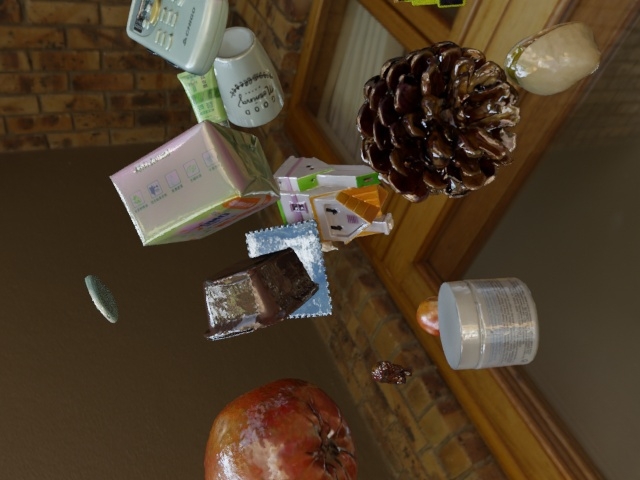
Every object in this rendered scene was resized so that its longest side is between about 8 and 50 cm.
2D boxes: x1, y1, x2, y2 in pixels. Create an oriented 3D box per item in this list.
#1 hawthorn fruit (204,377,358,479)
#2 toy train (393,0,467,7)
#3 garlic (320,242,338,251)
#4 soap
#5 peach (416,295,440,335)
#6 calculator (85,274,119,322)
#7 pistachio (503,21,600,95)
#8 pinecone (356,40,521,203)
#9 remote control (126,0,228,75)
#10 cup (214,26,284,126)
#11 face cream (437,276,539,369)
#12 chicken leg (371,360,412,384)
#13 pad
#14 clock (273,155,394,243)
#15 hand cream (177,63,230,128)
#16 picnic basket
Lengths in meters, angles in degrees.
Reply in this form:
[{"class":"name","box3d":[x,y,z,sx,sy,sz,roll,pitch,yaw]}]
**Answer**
[{"class":"hawthorn fruit","box3d":[-0.073,0.392,0.901,0.275,0.300,0.275,17,-129,-23]},{"class":"toy train","box3d":[0.236,-0.543,1.070,0.219,0.089,0.127,4,-130,16]},{"class":"garlic","box3d":[-0.005,-0.004,1.899,0.084,0.066,0.152,-32,-138,3]},{"class":"soap","box3d":[-0.197,-0.090,0.847,0.139,0.199,0.182,67,-164,4]},{"class":"peach","box3d":[0.276,0.171,1.167,0.100,0.101,0.101,10,-135,-10]},{"class":"calculator","box3d":[-0.481,0.124,1.126,0.021,0.095,0.153,-33,-138,-10]},{"class":"pistachio","box3d":[0.366,-0.287,0.813,0.149,0.113,0.113,-13,-128,-18]},{"class":"pinecone","box3d":[0.211,-0.208,0.937,0.242,0.296,0.298,-37,-80,-29]},{"class":"remote control","box3d":[-0.257,-0.385,0.894,0.056,0.140,0.296,2,-153,-43]},{"class":"cup","box3d":[-0.248,-0.448,1.450,0.258,0.234,0.186,-34,-119,-7]},{"class":"face cream","box3d":[0.330,0.165,1.022,0.152,0.177,0.177,-3,-134,-1]},{"class":"chicken leg","box3d":[0.177,0.338,1.321,0.089,0.219,0.048,-21,-121,21]},{"class":"pad","box3d":[-0.092,0.088,1.436,0.012,0.268,0.270,-12,-86,-54]},{"class":"clock","box3d":[0.052,-0.106,1.433,0.309,0.235,0.166,6,-139,27]},{"class":"hand cream","box3d":[-0.271,-0.326,1.228,0.095,0.175,0.046,-15,-166,12]},{"class":"picnic basket","box3d":[-0.141,0.109,1.176,0.222,0.129,0.297,-15,-173,22]}]
